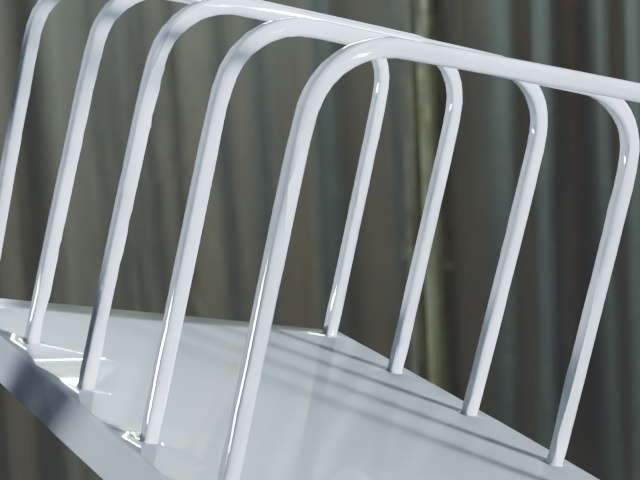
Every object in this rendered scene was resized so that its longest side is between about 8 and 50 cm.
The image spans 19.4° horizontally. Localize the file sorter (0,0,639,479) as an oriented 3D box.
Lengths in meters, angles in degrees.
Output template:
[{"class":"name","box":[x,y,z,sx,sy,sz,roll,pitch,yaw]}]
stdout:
[{"class":"file sorter","box":[0.000,0.000,0.728,0.193,0.173,0.278,8,9,-29]}]
